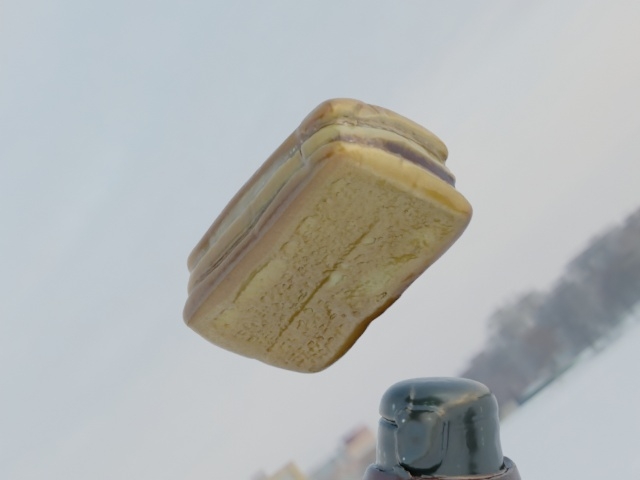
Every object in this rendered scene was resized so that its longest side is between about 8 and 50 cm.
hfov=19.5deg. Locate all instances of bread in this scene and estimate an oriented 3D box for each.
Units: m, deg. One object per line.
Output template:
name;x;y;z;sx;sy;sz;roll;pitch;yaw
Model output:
bread;0.000;0.000;1.170;0.116;0.077;0.200;17;-46;-30

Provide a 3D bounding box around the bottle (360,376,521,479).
bottle;0.077;0.230;1.279;0.143;0.271;0.156;-2;2;23
